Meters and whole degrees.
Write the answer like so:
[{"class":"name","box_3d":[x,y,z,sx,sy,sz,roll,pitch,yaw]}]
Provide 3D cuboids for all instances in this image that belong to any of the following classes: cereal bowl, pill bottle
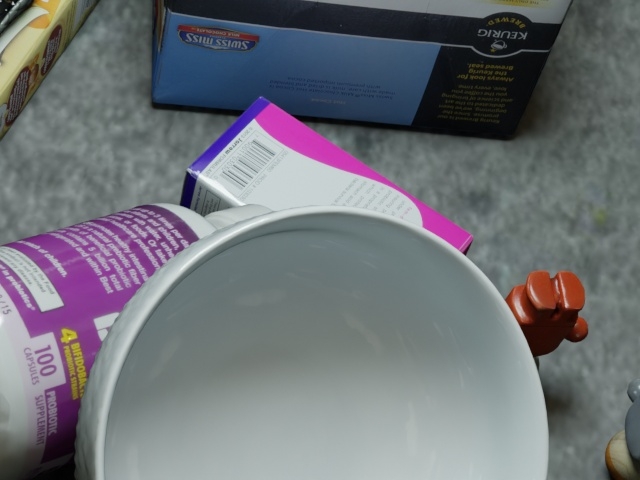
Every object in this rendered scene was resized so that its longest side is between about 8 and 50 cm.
[{"class":"cereal bowl","box_3d":[-0.017,0.146,1.387,0.339,0.141,0.339,2,85,-24]},{"class":"pill bottle","box_3d":[-0.155,0.067,1.486,0.301,0.169,0.169,-18,61,-36]}]

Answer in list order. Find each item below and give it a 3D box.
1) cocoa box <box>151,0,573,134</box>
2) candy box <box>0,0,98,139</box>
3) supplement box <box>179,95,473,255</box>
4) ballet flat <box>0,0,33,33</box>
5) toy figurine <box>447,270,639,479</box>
[{"class":"cocoa box","box_3d":[0.030,-0.259,1.772,0.347,0.228,0.231,5,54,-9]},{"class":"candy box","box_3d":[-0.324,-0.195,1.735,0.183,0.087,0.316,26,54,4]},{"class":"supplement box","box_3d":[0.000,0.000,1.657,0.220,0.114,0.111,34,55,13]},{"class":"ballet flat","box_3d":[-0.289,-0.187,1.653,0.057,0.049,0.173,30,55,5]},{"class":"toy figurine","box_3d":[0.178,0.156,1.575,0.209,0.148,0.213,38,54,7]}]
